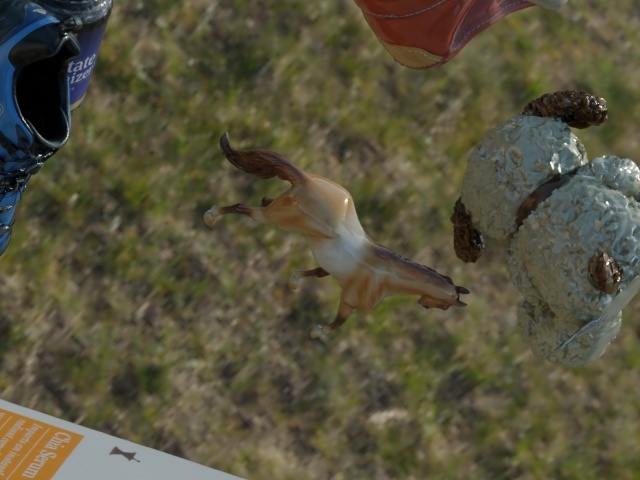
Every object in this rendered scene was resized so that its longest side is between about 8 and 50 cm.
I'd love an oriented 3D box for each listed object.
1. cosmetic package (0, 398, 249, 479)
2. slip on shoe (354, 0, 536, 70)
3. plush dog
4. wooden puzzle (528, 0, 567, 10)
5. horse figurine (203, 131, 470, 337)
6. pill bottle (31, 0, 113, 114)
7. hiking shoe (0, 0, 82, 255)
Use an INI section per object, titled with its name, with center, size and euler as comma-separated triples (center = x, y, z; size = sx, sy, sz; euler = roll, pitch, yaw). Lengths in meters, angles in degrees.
[cosmetic package]
center = -0.148, 0.280, 1.305
size = 0.453, 0.161, 0.230
euler = 17, 19, 4
[slip on shoe]
center = 0.150, -0.220, 1.095
size = 0.331, 0.101, 0.123
euler = -37, 43, -23
[plush dog]
center = 0.237, -0.025, 1.705
size = 0.225, 0.262, 0.211
euler = 46, 16, 23
[wooden puzzle]
center = -0.030, -0.186, 0.575
size = 0.239, 0.044, 0.221
euler = 5, 61, -20
[horse figurine]
center = 0.000, 0.000, 1.647
size = 0.263, 0.174, 0.066
euler = 50, 48, -21
[pill bottle]
center = -0.308, -0.251, 1.943
size = 0.123, 0.219, 0.122
euler = 13, 44, -13
[hiking shoe]
center = -0.315, -0.097, 1.670
size = 0.132, 0.304, 0.113
euler = 30, 33, 30
